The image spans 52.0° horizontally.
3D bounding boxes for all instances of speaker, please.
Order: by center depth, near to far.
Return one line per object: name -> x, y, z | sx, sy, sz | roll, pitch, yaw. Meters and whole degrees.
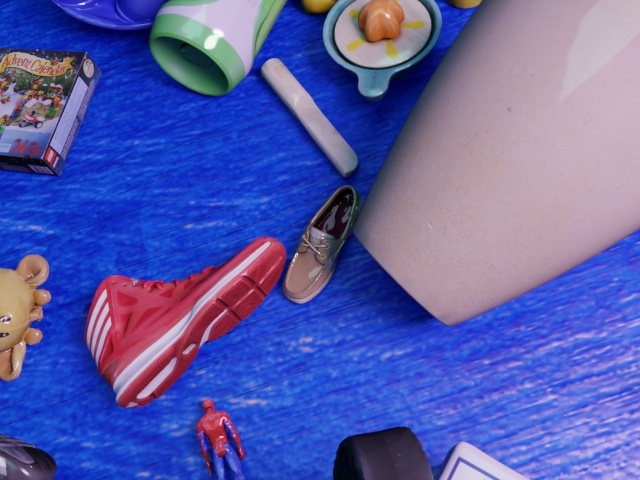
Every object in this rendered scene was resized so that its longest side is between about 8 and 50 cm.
speaker -> -0.091, -0.326, 0.801 | 0.131, 0.131, 0.296 | 19, 70, 18

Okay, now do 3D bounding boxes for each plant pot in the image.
plant pot -> 0.169, -0.061, 0.584 | 0.274, 0.256, 0.256 | -47, 65, 7

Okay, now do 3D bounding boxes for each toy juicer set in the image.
toy juicer set -> 0.040, -0.255, 0.763 | 0.209, 0.089, 0.329 | 32, 75, 22

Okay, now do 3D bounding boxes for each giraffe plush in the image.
giraffe plush -> -0.380, 0.069, 0.677 | 0.170, 0.181, 0.210 | 21, 36, 9

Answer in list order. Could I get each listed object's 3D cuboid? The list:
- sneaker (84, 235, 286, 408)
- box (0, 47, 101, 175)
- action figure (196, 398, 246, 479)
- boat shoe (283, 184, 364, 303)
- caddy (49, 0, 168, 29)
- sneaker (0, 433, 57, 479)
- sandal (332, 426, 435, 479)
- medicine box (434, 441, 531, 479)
sneaker -> -0.149, 0.049, 0.663 | 0.221, 0.087, 0.128 | -42, 66, -11
box -> -0.416, -0.170, 0.837 | 0.233, 0.044, 0.159 | 6, 67, 14
action figure -> -0.091, 0.202, 0.612 | 0.038, 0.030, 0.115 | -21, 63, -4
boat shoe -> 0.000, 0.000, 0.677 | 0.050, 0.045, 0.135 | 23, 72, 20
caddy -> -0.249, -0.438, 0.859 | 0.241, 0.179, 0.341 | 13, 67, -9
sneaker -> -0.359, 0.245, 0.623 | 0.228, 0.086, 0.132 | 7, 72, 25
sandal -> 0.093, 0.307, 0.296 | 0.107, 0.167, 0.446 | -5, 64, -10
medicine box -> 0.159, 0.330, 0.437 | 0.289, 0.149, 0.263 | 26, 73, 21
